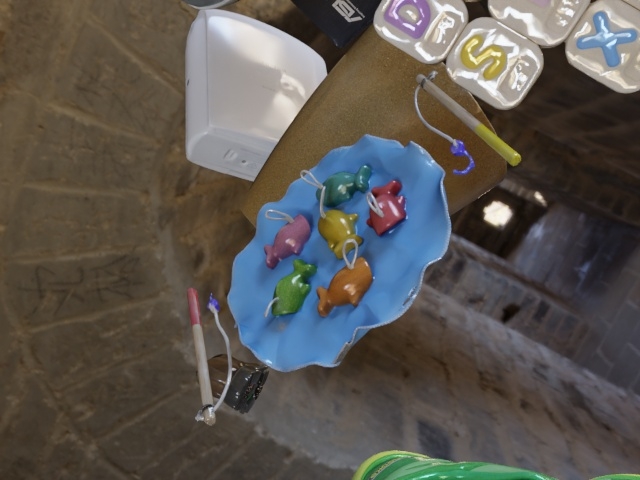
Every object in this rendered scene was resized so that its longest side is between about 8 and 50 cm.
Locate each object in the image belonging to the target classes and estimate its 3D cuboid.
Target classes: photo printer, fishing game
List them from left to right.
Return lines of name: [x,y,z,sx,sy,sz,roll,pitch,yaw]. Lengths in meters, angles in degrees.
photo printer: [-0.100,-0.242,1.109,0.107,0.256,0.308,-43,43,43]
fishing game: [0.000,0.000,0.447,0.264,0.041,0.189,-39,37,14]

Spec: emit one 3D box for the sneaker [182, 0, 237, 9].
sneaker: [-0.101,-0.238,0.473,0.178,0.124,0.295,-30,3,-31]

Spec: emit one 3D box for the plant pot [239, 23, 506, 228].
plant pot: [0.037,-0.077,0.777,0.254,0.237,0.237,-40,-6,-3]

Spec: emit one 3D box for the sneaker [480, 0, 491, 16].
sneaker: [0.211,-0.283,0.716,0.087,0.130,0.228,-45,45,25]

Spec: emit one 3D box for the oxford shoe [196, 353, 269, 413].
oxford shoe: [-0.137,0.212,1.030,0.083,0.096,0.227,-62,-11,-16]

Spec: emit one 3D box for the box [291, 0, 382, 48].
box: [-0.028,-0.471,0.912,0.097,0.318,0.395,-34,26,32]

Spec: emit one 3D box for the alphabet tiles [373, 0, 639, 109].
alphabet tiles: [0.167,-0.250,0.498,0.284,0.278,0.021,-58,-7,19]

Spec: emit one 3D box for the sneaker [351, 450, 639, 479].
sneaker: [0.164,0.218,0.470,0.123,0.295,0.110,84,-169,-79]
